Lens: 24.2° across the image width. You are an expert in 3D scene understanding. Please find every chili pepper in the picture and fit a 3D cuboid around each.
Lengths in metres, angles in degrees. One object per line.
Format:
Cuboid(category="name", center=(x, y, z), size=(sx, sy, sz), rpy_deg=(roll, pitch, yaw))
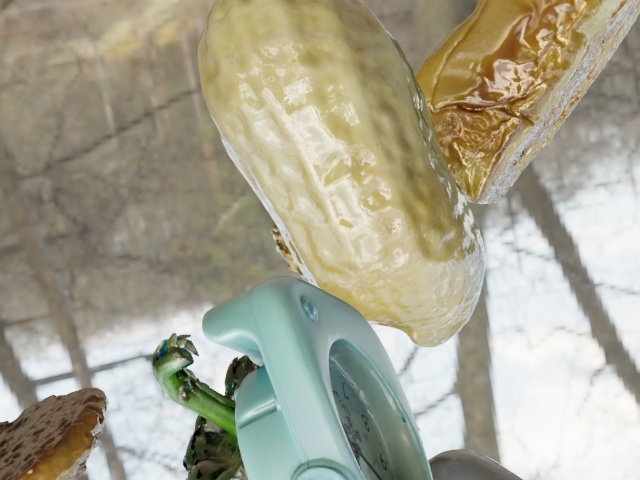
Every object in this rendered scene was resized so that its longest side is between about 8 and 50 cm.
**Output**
Cuboid(category="chili pepper", center=(-0.039, 0.156, 1.232), size=(0.174, 0.261, 0.165), rpy_deg=(-47, -162, 12))

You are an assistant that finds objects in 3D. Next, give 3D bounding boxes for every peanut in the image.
Cuboid(category="peanut", center=(0.022, -0.055, 1.165), size=(0.158, 0.340, 0.174), rpy_deg=(-27, -167, -5))

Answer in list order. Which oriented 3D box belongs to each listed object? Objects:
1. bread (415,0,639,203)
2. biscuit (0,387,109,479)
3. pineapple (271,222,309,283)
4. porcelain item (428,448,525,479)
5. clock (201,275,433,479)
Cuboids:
Cuboid(category="bread", center=(0.197, -0.177, 1.487), size=(0.132, 0.294, 0.167), rpy_deg=(36, -170, 23))
Cuboid(category="biscuit", center=(-0.379, 0.290, 1.792), size=(0.289, 0.081, 0.334), rpy_deg=(-42, -166, -28))
Cuboid(category="pineapple", center=(-0.001, 0.005, 1.936), size=(0.161, 0.158, 0.334), rpy_deg=(17, 162, -7))
Cuboid(category="porcelain item", center=(0.195, 0.315, 1.680), size=(0.259, 0.141, 0.141), rpy_deg=(7, -162, 41))
Cuboid(category="clock", center=(0.008, 0.090, 0.581), size=(0.045, 0.147, 0.108), rpy_deg=(-26, 156, 17))
